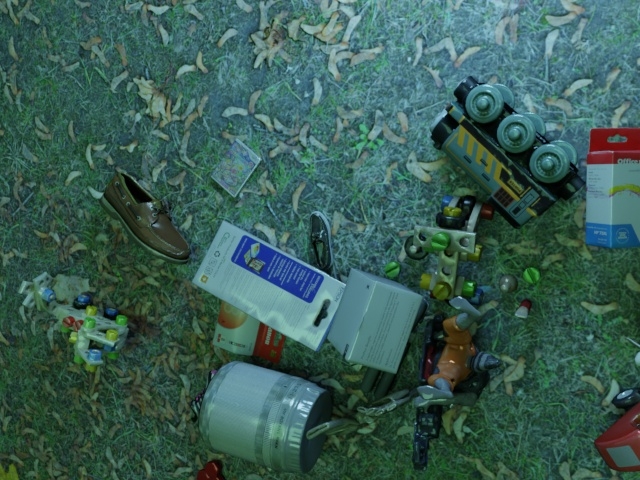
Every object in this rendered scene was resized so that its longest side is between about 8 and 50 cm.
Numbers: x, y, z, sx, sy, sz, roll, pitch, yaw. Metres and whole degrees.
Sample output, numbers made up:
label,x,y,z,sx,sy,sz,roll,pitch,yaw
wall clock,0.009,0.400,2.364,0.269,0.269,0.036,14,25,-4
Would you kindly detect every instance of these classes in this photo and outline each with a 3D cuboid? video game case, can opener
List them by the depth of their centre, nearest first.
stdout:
label,x,y,z,sx,sy,sz,roll,pitch,yaw
can opener,0.165,0.242,1.531,0.074,0.093,0.280,27,110,17
video game case,-0.212,-0.181,1.668,0.087,0.011,0.122,42,109,13

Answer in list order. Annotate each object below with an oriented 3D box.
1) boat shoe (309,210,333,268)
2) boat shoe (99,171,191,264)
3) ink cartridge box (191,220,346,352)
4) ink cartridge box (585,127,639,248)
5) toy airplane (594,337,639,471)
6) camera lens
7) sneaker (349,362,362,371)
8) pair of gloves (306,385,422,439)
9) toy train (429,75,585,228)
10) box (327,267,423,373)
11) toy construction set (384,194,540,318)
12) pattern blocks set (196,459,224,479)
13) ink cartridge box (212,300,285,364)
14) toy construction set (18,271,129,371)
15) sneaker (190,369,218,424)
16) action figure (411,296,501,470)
label,x,y,z,sx,sy,sz,roll,pitch,yaw
boat shoe,0.000,0.000,1.589,0.049,0.040,0.142,-12,92,22
boat shoe,-0.446,-0.061,1.720,0.307,0.111,0.104,37,109,14
ink cartridge box,-0.118,0.109,1.615,0.371,0.069,0.175,27,89,19
ink cartridge box,0.596,-0.104,1.291,0.134,0.078,0.230,-3,97,-15
toy airplane,0.739,0.305,1.208,0.386,0.272,0.384,16,101,20
camera lens,-0.135,0.420,1.594,0.275,0.219,0.219,11,100,20
sneaker,0.097,0.272,1.586,0.037,0.032,0.083,33,106,15
pair of gloves,0.106,0.397,1.506,0.240,0.204,0.042,-30,71,22
toy train,0.377,-0.181,1.375,0.334,0.142,0.190,46,119,11
box,0.115,0.171,1.459,0.119,0.182,0.180,18,93,-15
toy construction set,0.302,0.057,1.370,0.309,0.237,0.257,35,107,14
pattern blocks set,-0.294,0.781,1.801,0.285,0.026,0.324,43,109,12
ink cartridge box,-0.178,0.225,1.684,0.179,0.045,0.145,19,103,21
toy construction set,-0.649,0.217,1.776,0.328,0.215,0.151,35,107,15
sneaker,-0.304,0.416,1.744,0.075,0.063,0.170,12,105,14
action figure,0.279,0.304,1.367,0.179,0.330,0.341,4,70,18
